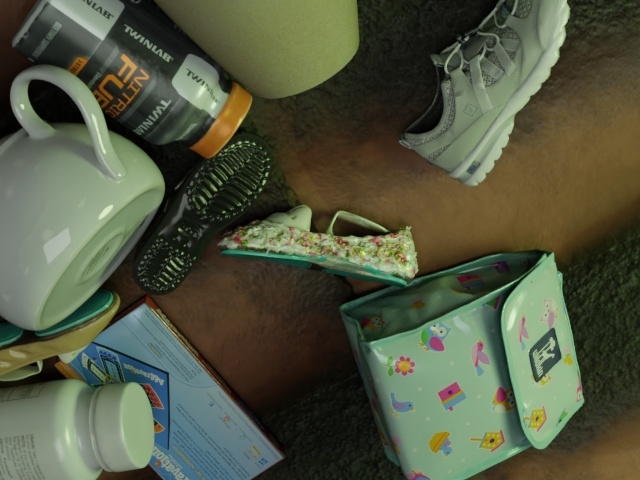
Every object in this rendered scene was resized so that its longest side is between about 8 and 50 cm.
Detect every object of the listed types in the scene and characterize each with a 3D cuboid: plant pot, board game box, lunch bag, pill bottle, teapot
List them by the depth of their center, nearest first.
[{"bbox_3d":[-0.073,-0.290,1.307,0.257,0.256,0.274,-25,122,7],"label":"plant pot"},{"bbox_3d":[-0.194,-0.190,1.387,0.246,0.130,0.130,34,107,-17],"label":"pill bottle"},{"bbox_3d":[-0.304,-0.042,1.403,0.187,0.252,0.256,40,88,5],"label":"teapot"},{"bbox_3d":[-0.322,0.233,1.540,0.229,0.131,0.131,-9,114,13],"label":"pill bottle"},{"bbox_3d":[0.185,0.147,1.547,0.262,0.160,0.223,-20,110,-8],"label":"lunch bag"},{"bbox_3d":[-0.185,0.209,1.616,0.145,0.027,0.281,-35,111,10],"label":"board game box"}]

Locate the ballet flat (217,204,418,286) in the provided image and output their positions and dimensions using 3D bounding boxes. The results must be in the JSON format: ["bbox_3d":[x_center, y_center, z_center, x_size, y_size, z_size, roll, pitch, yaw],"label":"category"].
[{"bbox_3d":[0.000,0.000,1.521,0.241,0.091,0.077,10,82,-12],"label":"ballet flat"}]

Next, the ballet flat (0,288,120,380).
[{"bbox_3d":[-0.334,0.120,1.548,0.232,0.080,0.073,-16,123,13],"label":"ballet flat"}]

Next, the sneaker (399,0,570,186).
[{"bbox_3d":[0.182,-0.195,1.424,0.115,0.105,0.281,20,111,-12],"label":"sneaker"}]

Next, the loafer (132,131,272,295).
[{"bbox_3d":[-0.145,-0.040,1.487,0.080,0.078,0.220,43,87,-24],"label":"loafer"}]
